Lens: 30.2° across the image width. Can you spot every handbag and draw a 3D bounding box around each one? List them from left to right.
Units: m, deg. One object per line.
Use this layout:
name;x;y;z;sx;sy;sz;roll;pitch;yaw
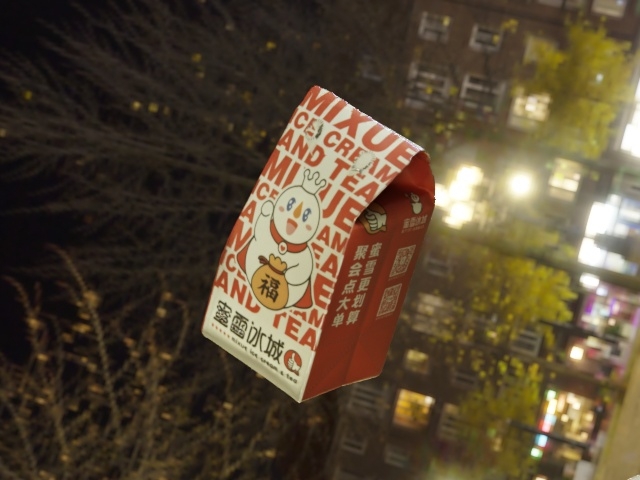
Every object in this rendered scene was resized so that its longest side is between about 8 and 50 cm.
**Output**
handbag;0.000;0.000;1.244;0.151;0.171;0.298;-12;-56;-48

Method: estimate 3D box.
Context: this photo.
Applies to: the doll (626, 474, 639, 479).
doll;0.403;0.258;1.115;0.370;0.215;0.226;-24;-56;-50
